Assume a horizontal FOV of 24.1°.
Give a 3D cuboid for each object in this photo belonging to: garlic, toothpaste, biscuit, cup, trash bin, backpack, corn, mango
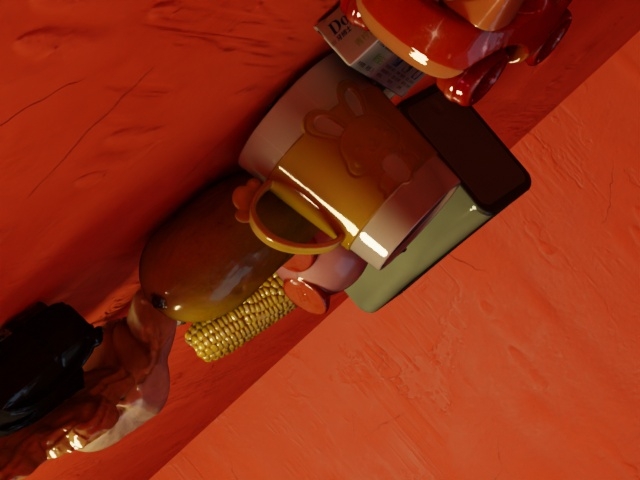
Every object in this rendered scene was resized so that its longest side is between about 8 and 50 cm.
[{"bbox_3d":[-0.273,0.198,2.026,0.217,0.110,0.228,-40,-158,21],"label":"garlic"},{"bbox_3d":[0.077,-0.231,1.745,0.081,0.067,0.336,-43,171,9],"label":"toothpaste"},{"bbox_3d":[-0.373,0.236,1.827,0.376,0.051,0.269,-16,-162,45],"label":"biscuit"},{"bbox_3d":[0.019,-0.072,1.759,0.241,0.226,0.185,-46,174,-20],"label":"cup"},{"bbox_3d":[0.136,-0.059,2.426,0.158,0.223,0.343,-32,170,-49],"label":"trash bin"},{"bbox_3d":[-0.337,0.146,1.710,0.165,0.106,0.120,-35,163,-46],"label":"backpack"},{"bbox_3d":[-0.099,0.095,2.568,0.305,0.106,0.106,-35,171,-8],"label":"corn"},{"bbox_3d":[-0.098,-0.005,1.887,0.331,0.142,0.195,-33,175,-46],"label":"mango"}]

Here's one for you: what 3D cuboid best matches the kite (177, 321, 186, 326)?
[{"bbox_3d":[-0.228,0.116,2.376,0.169,0.015,0.310,-44,172,27],"label":"kite"}]

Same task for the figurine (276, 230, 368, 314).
[{"bbox_3d":[0.000,0.000,2.285,0.173,0.173,0.173,-40,172,-7],"label":"figurine"}]

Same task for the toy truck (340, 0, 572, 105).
[{"bbox_3d":[0.157,-0.281,1.471,0.265,0.189,0.239,-37,161,-42],"label":"toy truck"}]

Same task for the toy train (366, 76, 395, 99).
[{"bbox_3d":[0.098,-0.223,1.983,0.093,0.038,0.056,-44,169,20],"label":"toy train"}]
